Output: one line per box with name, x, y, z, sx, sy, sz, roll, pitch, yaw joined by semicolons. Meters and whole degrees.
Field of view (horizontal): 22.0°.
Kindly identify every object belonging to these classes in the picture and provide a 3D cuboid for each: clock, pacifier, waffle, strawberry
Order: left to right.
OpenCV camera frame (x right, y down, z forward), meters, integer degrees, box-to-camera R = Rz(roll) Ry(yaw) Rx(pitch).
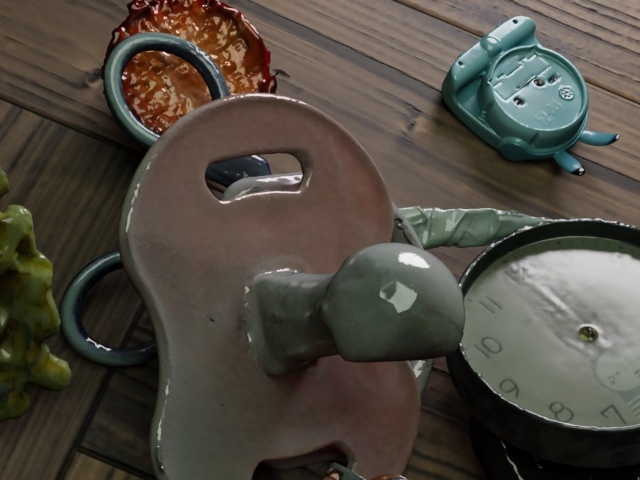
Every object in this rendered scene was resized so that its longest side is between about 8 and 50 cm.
waffle;-0.287;0.064;1.124;0.223;0.204;0.054;-15;33;-11
strawberry;-0.108;-0.128;1.315;0.145;0.086;0.145;0;89;-14
pacifier;-0.016;0.058;1.154;0.220;0.273;0.332;-8;91;0
clock;0.184;-0.115;1.409;0.108;0.045;0.147;-39;77;-26
clock;0.200;0.070;1.229;0.215;0.042;0.215;-1;47;1

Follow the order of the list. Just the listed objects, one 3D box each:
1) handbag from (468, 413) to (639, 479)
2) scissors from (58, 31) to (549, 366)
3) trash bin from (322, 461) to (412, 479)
handbag;0.263;0.203;1.234;0.244;0.088;0.275;-22;72;-20
scissors;0.000;0.000;1.281;0.383;0.029;0.256;13;85;-14
trash bin;0.033;0.264;1.061;0.184;0.238;0.161;35;63;4
